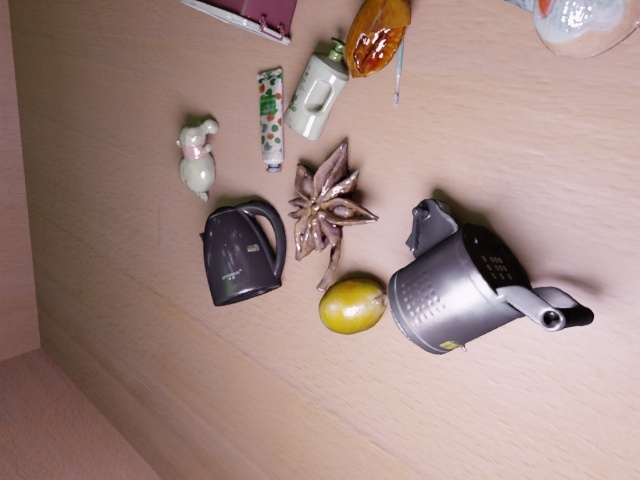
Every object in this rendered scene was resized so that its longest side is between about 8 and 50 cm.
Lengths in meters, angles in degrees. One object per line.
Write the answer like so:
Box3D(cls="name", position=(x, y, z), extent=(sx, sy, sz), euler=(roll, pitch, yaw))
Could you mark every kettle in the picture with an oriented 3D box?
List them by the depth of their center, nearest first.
Box3D(cls="kettle", position=(-0.226, 0.023, 1.257), extent=(0.268, 0.207, 0.290), euler=(-20, 78, 11))

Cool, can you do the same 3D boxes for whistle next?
Box3D(cls="whistle", position=(0.382, -0.420, 0.677), extent=(0.348, 0.189, 0.189), euler=(49, 126, 32))

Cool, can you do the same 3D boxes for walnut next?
Box3D(cls="walnut", position=(0.118, -0.439, 0.904), extent=(0.116, 0.116, 0.207), euler=(53, 136, 16))

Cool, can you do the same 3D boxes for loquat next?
Box3D(cls="loquat", position=(0.084, 0.163, 1.050), extent=(0.195, 0.152, 0.152), euler=(-13, 93, 36))

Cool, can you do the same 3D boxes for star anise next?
Box3D(cls="star anise", position=(0.014, -0.070, 1.071), extent=(0.292, 0.109, 0.349), euler=(-45, 56, 42))

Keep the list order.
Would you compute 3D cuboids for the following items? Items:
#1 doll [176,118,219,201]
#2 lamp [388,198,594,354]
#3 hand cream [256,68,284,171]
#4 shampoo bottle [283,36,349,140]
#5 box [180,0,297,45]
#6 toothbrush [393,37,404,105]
Box3D(cls="doll", position=(-0.408, -0.260, 1.359), extent=(0.155, 0.113, 0.275), euler=(21, 112, 30))
Box3D(cls="lamp", position=(0.279, 0.113, 0.847), extent=(0.374, 0.205, 0.272), euler=(52, 123, 38))
Box3D(cls="hand cream", position=(-0.137, -0.331, 1.171), extent=(0.095, 0.059, 0.276), euler=(2, 98, 35))
Box3D(cls="shampoo bottle", position=(-0.002, -0.376, 1.029), extent=(0.118, 0.087, 0.234), euler=(46, 124, 23))
Box3D(cls="box", position=(-0.196, -0.634, 1.064), extent=(0.294, 0.193, 0.167), euler=(34, 111, 28))
Box3D(cls="toothbrush", position=(0.175, -0.388, 0.934), extent=(0.011, 0.014, 0.167), euler=(8, 106, 19))
